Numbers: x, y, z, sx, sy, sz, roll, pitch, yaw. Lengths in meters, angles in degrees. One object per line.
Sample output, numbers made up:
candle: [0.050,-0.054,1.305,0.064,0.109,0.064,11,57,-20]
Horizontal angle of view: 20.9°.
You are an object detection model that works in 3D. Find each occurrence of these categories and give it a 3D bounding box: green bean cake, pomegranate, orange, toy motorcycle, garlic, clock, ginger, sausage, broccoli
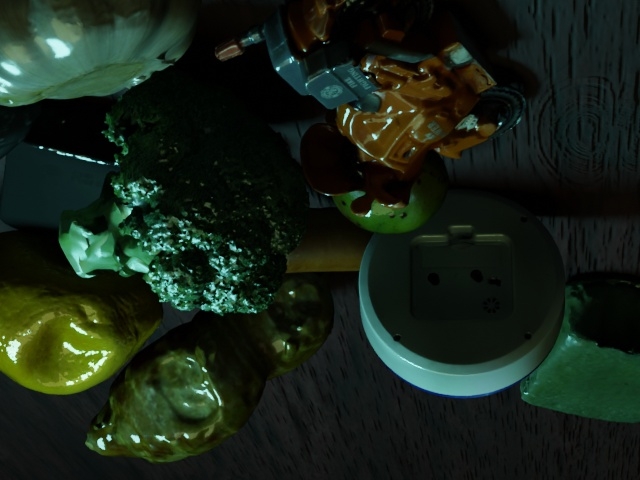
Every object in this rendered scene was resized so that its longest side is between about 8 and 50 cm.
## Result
green bean cake: [0.381,0.141,2.198,0.223,0.124,0.227,14,154,-9]
pomegranate: [0.072,-0.070,1.828,0.130,0.130,0.130,7,157,3]
orange: [-0.322,0.082,2.144,0.249,0.249,0.183,12,113,-10]
toy motorcycle: [0.049,-0.141,1.643,0.221,0.147,0.326,-26,147,18]
garlic: [-0.217,-0.209,1.527,0.228,0.152,0.228,-23,169,-5]
clock: [0.158,0.056,1.934,0.230,0.230,0.083,5,153,6]
ginger: [-0.145,0.160,2.232,0.152,0.357,0.274,51,163,-9]
sausage: [0.000,0.000,1.995,0.198,0.076,0.076,-2,166,-34]
broccoli: [-0.144,-0.042,1.765,0.270,0.270,0.270,-19,147,26]

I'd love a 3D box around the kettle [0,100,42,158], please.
kettle: [-0.411,-0.113,1.690,0.290,0.207,0.268,-14,-157,-12]

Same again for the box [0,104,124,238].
box: [-0.218,-0.055,1.995,0.290,0.073,0.289,11,157,-9]
